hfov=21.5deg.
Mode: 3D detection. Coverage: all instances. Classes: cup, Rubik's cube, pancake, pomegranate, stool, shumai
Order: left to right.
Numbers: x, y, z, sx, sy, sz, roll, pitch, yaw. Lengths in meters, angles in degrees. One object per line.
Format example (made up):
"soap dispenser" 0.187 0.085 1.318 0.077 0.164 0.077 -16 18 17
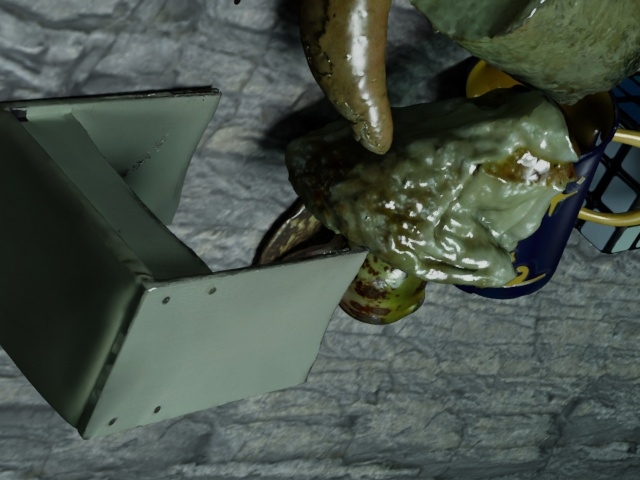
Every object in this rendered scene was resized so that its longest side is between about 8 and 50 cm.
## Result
"stool" -0.147 0.009 1.463 0.269 0.243 0.170 -11 137 -45
"pancake" 0.000 0.000 1.866 0.190 0.020 0.184 -33 149 -16
"pomegranate" 0.047 0.036 1.824 0.163 0.125 0.138 -30 161 -20
"shumai" 0.111 -0.089 1.668 0.272 0.222 0.204 17 111 -13
"cup" 0.252 -0.049 1.882 0.178 0.255 0.256 -49 161 -38
"Rubik's cube" 0.375 -0.097 2.062 0.162 0.160 0.163 -11 138 -44

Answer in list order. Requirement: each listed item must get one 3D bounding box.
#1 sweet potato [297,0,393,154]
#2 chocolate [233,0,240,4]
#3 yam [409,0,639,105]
"sweet potato" 0.045 -0.233 1.517 0.098 0.124 0.310 -24 138 -53
"chocolate" -0.034 -0.284 1.449 0.086 0.028 0.182 -32 151 -34
"yam" 0.215 -0.247 1.636 0.195 0.195 0.300 -52 149 14
